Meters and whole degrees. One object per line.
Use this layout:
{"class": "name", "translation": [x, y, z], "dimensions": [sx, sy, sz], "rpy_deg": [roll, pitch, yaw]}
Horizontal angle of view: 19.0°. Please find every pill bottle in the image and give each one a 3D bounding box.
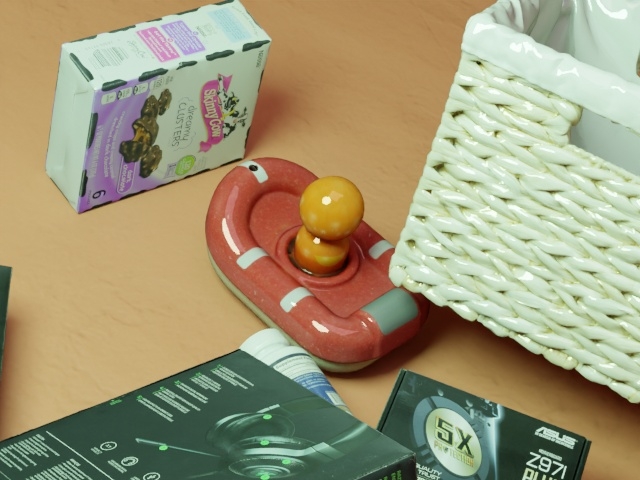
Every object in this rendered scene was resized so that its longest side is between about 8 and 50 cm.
{"class": "pill bottle", "translation": [-0.025, 0.136, 1.683], "dimensions": [0.067, 0.067, 0.120], "rpy_deg": [-18, 53, -29]}

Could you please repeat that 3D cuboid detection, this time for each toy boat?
{"class": "toy boat", "translation": [0.000, 0.000, 1.764], "dimensions": [0.151, 0.151, 0.231], "rpy_deg": [-30, 60, -36]}

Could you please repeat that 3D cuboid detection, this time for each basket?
{"class": "basket", "translation": [0.277, -0.056, 1.754], "dimensions": [0.328, 0.266, 0.331], "rpy_deg": [27, 24, 12]}

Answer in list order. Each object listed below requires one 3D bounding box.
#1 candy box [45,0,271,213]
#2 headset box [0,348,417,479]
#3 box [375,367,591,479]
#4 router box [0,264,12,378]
{"class": "candy box", "translation": [-0.157, -0.131, 1.841], "dimensions": [0.196, 0.165, 0.070], "rpy_deg": [-20, 55, -30]}
{"class": "headset box", "translation": [-0.089, 0.215, 1.482], "dimensions": [0.283, 0.131, 0.246], "rpy_deg": [-21, 28, -31]}
{"class": "box", "translation": [0.124, 0.212, 1.641], "dimensions": [0.180, 0.077, 0.147], "rpy_deg": [21, 44, 6]}
{"class": "router box", "translation": [-0.419, 0.105, 1.576], "dimensions": [0.309, 0.081, 0.243], "rpy_deg": [11, 44, -14]}
